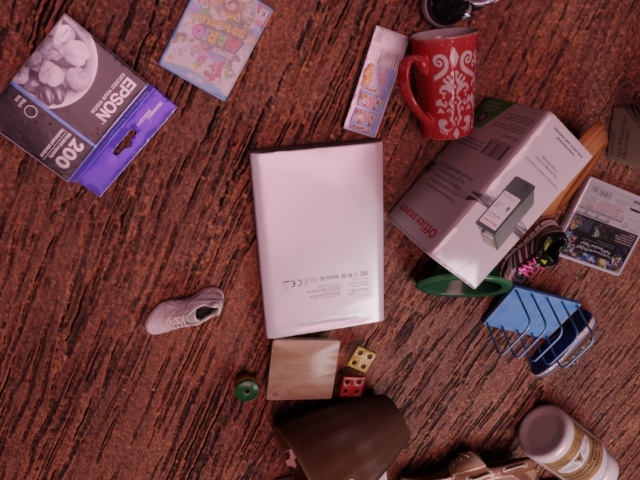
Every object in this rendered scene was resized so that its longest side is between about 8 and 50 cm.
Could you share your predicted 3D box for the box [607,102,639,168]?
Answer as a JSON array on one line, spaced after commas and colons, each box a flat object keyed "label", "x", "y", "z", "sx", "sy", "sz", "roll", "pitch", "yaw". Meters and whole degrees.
[{"label": "box", "x": 0.642, "y": -0.172, "z": 1.035, "sx": 0.094, "sy": 0.275, "sz": 0.113, "roll": -7, "pitch": 110, "yaw": -11}]

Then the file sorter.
[{"label": "file sorter", "x": 0.446, "y": 0.181, "z": 1.193, "sx": 0.170, "sy": 0.104, "sz": 0.118, "roll": 15, "pitch": 128, "yaw": -18}]

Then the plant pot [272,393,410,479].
[{"label": "plant pot", "x": 0.056, "y": 0.410, "z": 1.163, "sx": 0.230, "sy": 0.215, "sz": 0.215, "roll": -25, "pitch": 114, "yaw": -18}]

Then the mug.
[{"label": "mug", "x": 0.195, "y": -0.262, "z": 0.990, "sx": 0.150, "sy": 0.113, "sz": 0.169, "roll": -11, "pitch": 117, "yaw": -5}]

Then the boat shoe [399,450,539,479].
[{"label": "boat shoe", "x": 0.335, "y": 0.538, "z": 1.325, "sx": 0.324, "sy": 0.123, "sz": 0.116, "roll": 2, "pitch": 76, "yaw": -5}]

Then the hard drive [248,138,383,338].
[{"label": "hard drive", "x": 0.000, "y": 0.000, "z": 1.068, "sx": 0.233, "sy": 0.047, "sz": 0.353, "roll": -7, "pitch": 112, "yaw": -11}]

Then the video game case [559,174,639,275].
[{"label": "video game case", "x": 0.588, "y": -0.028, "z": 1.215, "sx": 0.190, "sy": 0.022, "sz": 0.173, "roll": 17, "pitch": 105, "yaw": -20}]

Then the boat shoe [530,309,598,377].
[{"label": "boat shoe", "x": 0.542, "y": 0.240, "z": 1.278, "sx": 0.183, "sy": 0.066, "sz": 0.066, "roll": -46, "pitch": 115, "yaw": 6}]

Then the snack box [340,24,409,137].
[{"label": "snack box", "x": 0.093, "y": -0.271, "z": 1.003, "sx": 0.064, "sy": 0.022, "sz": 0.178, "roll": 13, "pitch": 106, "yaw": -19}]

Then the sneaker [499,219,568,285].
[{"label": "sneaker", "x": 0.430, "y": 0.037, "z": 1.170, "sx": 0.063, "sy": 0.075, "sz": 0.170, "roll": 37, "pitch": 98, "yaw": -23}]

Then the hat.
[{"label": "hat", "x": 0.289, "y": 0.007, "z": 1.142, "sx": 0.208, "sy": 0.173, "sz": 0.184, "roll": 6, "pitch": 73, "yaw": -11}]

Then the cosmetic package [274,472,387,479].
[{"label": "cosmetic package", "x": 0.025, "y": 0.545, "z": 1.268, "sx": 0.239, "sy": 0.060, "sz": 0.099, "roll": -10, "pitch": 114, "yaw": -10}]

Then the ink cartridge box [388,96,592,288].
[{"label": "ink cartridge box", "x": 0.278, "y": -0.090, "z": 1.014, "sx": 0.121, "sy": 0.211, "sz": 0.289, "roll": 36, "pitch": 99, "yaw": -23}]

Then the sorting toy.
[{"label": "sorting toy", "x": -0.029, "y": 0.245, "z": 1.151, "sx": 0.274, "sy": 0.046, "sz": 0.132, "roll": 3, "pitch": 109, "yaw": -14}]

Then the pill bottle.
[{"label": "pill bottle", "x": 0.576, "y": 0.486, "z": 1.342, "sx": 0.229, "sy": 0.131, "sz": 0.131, "roll": 37, "pitch": 98, "yaw": -23}]

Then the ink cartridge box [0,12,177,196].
[{"label": "ink cartridge box", "x": -0.368, "y": -0.199, "z": 0.906, "sx": 0.208, "sy": 0.045, "sz": 0.206, "roll": 39, "pitch": 97, "yaw": -24}]

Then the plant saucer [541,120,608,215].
[{"label": "plant saucer", "x": 0.462, "y": -0.123, "z": 1.068, "sx": 0.037, "sy": 0.200, "sz": 0.200, "roll": 38, "pitch": 100, "yaw": 20}]

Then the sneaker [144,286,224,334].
[{"label": "sneaker", "x": -0.246, "y": 0.132, "z": 1.050, "sx": 0.152, "sy": 0.061, "sz": 0.054, "roll": -23, "pitch": 115, "yaw": -3}]

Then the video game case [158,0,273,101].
[{"label": "video game case", "x": -0.166, "y": -0.323, "z": 0.925, "sx": 0.119, "sy": 0.015, "sz": 0.166, "roll": 27, "pitch": 102, "yaw": -21}]

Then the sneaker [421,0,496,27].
[{"label": "sneaker", "x": 0.265, "y": -0.459, "z": 0.904, "sx": 0.101, "sy": 0.153, "sz": 0.269, "roll": 22, "pitch": 103, "yaw": -20}]
